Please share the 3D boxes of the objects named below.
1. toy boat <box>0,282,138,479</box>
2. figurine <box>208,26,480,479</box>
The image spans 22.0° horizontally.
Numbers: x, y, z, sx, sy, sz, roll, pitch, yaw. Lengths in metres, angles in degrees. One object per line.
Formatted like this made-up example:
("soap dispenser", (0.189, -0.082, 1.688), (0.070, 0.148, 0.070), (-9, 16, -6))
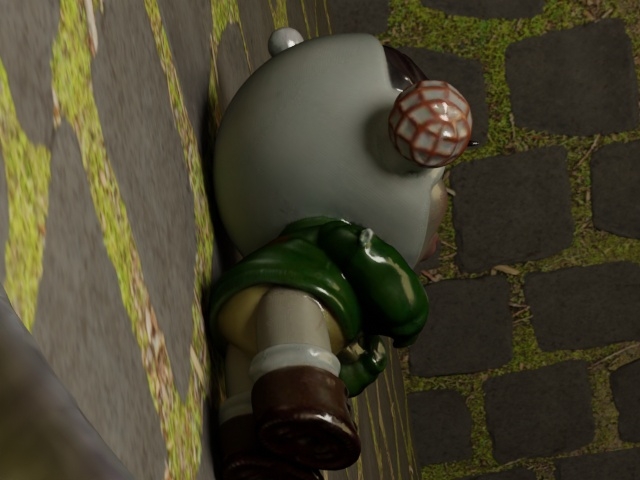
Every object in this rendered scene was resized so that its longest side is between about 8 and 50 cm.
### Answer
("toy boat", (-0.076, 0.042, 0.230), (0.293, 0.111, 0.276), (45, 6, 9))
("figurine", (0.000, 0.000, 1.098), (0.281, 0.167, 0.370), (125, -19, -45))
